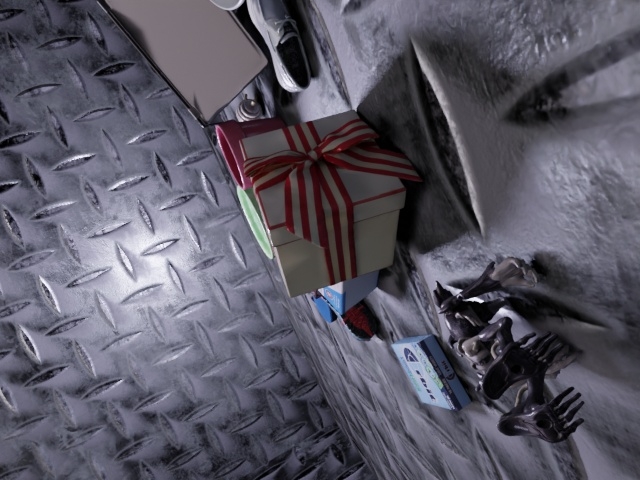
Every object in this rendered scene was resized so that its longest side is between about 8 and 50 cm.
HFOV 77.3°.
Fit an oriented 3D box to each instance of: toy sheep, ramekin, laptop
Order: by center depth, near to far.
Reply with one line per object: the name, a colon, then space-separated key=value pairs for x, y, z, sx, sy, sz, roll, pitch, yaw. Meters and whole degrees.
laptop: x=-0.323 y=-0.507 z=0.993 sx=0.382 sy=0.236 sz=0.408 roll=51 pitch=-172 yaw=-16
toy sheep: x=-0.229 y=-0.417 z=1.290 sx=0.091 sy=0.091 sz=0.132 roll=63 pitch=159 yaw=6
ramekin: x=-0.185 y=-0.096 z=1.520 sx=0.303 sy=0.148 sz=0.303 roll=56 pitch=163 yaw=27

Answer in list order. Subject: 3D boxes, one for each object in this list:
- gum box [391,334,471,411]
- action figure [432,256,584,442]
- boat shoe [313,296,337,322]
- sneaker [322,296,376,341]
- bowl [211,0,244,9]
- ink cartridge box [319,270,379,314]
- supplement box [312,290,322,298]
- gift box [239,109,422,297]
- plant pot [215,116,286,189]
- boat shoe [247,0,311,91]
gum box: x=0.244 y=0.297 z=0.915 sx=0.156 sy=0.041 sz=0.184 roll=62 pitch=165 yaw=11
action figure: x=0.234 y=0.119 z=0.506 sx=0.164 sy=0.141 sz=0.275 roll=58 pitch=-168 yaw=-5
boat shoe: x=0.028 y=0.161 z=1.348 sx=0.109 sy=0.089 sz=0.258 roll=24 pitch=134 yaw=48
sneaker: x=0.069 y=0.204 z=1.239 sx=0.261 sy=0.104 sz=0.125 roll=58 pitch=166 yaw=23
bowl: x=-0.146 y=-0.558 z=0.651 sx=0.298 sy=0.134 sz=0.297 roll=46 pitch=156 yaw=27
ink cartridge box: x=0.000 y=0.000 z=1.004 sx=0.307 sy=0.129 sz=0.223 roll=44 pitch=158 yaw=28
supplement box: x=-0.016 y=0.042 z=1.210 sx=0.239 sy=0.130 sz=0.073 roll=58 pitch=164 yaw=25
gift box: x=0.016 y=-0.064 z=0.723 sx=0.258 sy=0.255 sz=0.276 roll=82 pitch=163 yaw=-52
plant pot: x=-0.186 y=-0.274 z=1.182 sx=0.201 sy=0.180 sz=0.201 roll=57 pitch=164 yaw=27
boat shoe: x=-0.072 y=-0.412 z=0.804 sx=0.081 sy=0.079 sz=0.227 roll=33 pitch=152 yaw=51
